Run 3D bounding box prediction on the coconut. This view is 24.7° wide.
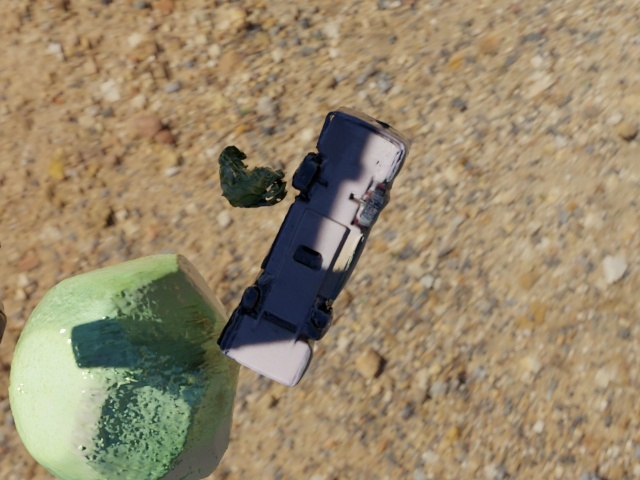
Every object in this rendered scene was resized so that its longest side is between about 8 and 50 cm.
[{"bbox_3d":[-0.231,0.169,1.868,0.281,0.328,0.329,-3,104,41],"label":"coconut"}]

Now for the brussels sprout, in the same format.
[{"bbox_3d":[-0.074,-0.063,1.579,0.085,0.085,0.058,20,119,14],"label":"brussels sprout"}]

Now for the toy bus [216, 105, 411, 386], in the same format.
[{"bbox_3d":[0.000,0.000,1.640,0.112,0.138,0.317,28,108,2],"label":"toy bus"}]

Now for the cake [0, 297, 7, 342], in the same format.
[{"bbox_3d":[-0.308,-0.027,0.857,0.196,0.293,0.199,-19,68,-14],"label":"cake"}]
